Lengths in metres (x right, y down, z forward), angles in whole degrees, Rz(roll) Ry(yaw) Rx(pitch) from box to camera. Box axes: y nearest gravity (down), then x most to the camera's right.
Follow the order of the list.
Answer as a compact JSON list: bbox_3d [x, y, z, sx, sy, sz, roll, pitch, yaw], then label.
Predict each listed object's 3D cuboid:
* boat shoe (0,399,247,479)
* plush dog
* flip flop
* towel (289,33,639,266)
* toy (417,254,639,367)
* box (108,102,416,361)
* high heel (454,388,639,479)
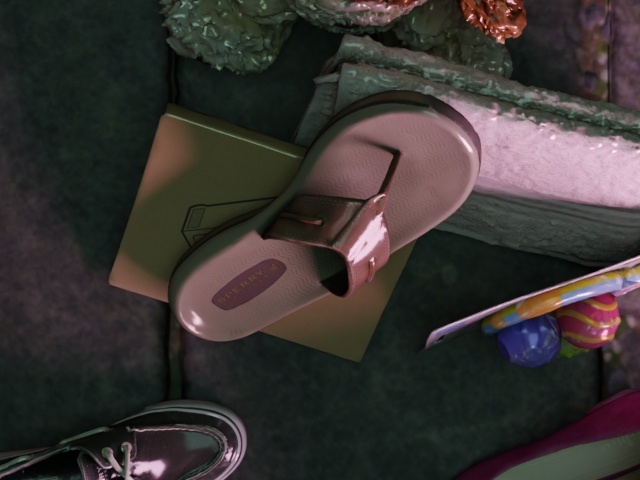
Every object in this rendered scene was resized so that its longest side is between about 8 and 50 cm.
[{"bbox_3d":[-0.159,0.175,1.286,0.219,0.070,0.078,-15,94,-5],"label":"boat shoe"},{"bbox_3d":[0.030,-0.206,1.207,0.262,0.225,0.211,11,92,-6],"label":"plush dog"},{"bbox_3d":[0.000,0.000,1.197,0.277,0.080,0.112,-35,121,28],"label":"flip flop"},{"bbox_3d":[0.121,-0.056,1.246,0.282,0.187,0.049,14,66,-5],"label":"towel"},{"bbox_3d":[0.194,0.053,1.278,0.237,0.137,0.056,-23,80,-5],"label":"toy"},{"bbox_3d":[-0.039,-0.002,1.271,0.201,0.021,0.164,18,126,-7],"label":"box"},{"bbox_3d":[0.167,0.195,1.295,0.244,0.117,0.082,-31,96,-4],"label":"high heel"}]
